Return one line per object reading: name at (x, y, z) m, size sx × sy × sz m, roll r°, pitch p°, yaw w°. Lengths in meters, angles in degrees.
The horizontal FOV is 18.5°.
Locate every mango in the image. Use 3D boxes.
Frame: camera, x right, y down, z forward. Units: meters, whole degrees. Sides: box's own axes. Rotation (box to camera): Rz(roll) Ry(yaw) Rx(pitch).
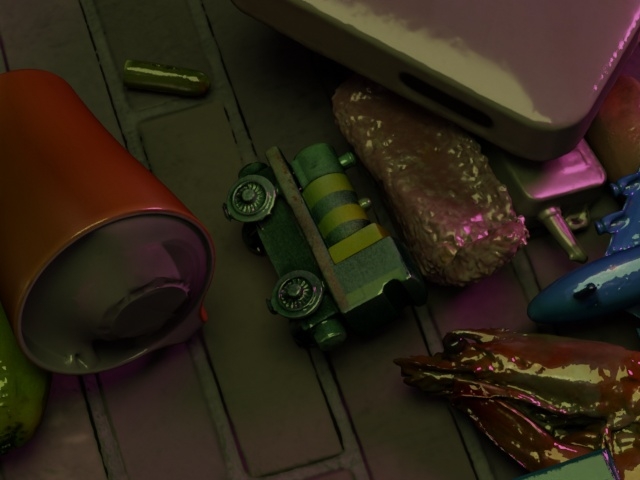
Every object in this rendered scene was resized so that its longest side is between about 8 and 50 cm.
mango at (-0.291, 0.106, 1.688) m, size 0.119 × 0.100 × 0.178 m, roll -9°, pitch 53°, yaw -1°

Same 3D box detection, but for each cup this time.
cup at (-0.205, -0.014, 1.695) m, size 0.182 × 0.226 × 0.264 m, roll -44°, pitch 52°, yaw 9°

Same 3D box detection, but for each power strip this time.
power strip at (0.179, -0.099, 1.800) m, size 0.093 × 0.053 × 0.288 m, roll -15°, pitch 59°, yaw -26°

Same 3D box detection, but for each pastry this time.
pastry at (0.103, -0.047, 1.756) m, size 0.103 × 0.112 × 0.265 m, roll -27°, pitch 51°, yaw -2°

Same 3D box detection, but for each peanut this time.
peanut at (0.282, -0.092, 1.791) m, size 0.076 × 0.076 × 0.152 m, roll -22°, pitch 67°, yaw -10°

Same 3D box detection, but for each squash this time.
squash at (-0.145, -0.154, 1.869) m, size 0.083 × 0.027 × 0.027 m, roll 9°, pitch 61°, yaw 6°

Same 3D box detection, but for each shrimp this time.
shrimp at (0.201, 0.148, 1.665) m, size 0.294 × 0.062 × 0.154 m, roll 15°, pitch 68°, yaw 9°

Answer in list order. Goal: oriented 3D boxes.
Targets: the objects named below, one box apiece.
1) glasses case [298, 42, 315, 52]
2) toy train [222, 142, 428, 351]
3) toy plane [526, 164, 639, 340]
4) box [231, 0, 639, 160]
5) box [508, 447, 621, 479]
glasses case at (0.092, -0.352, 1.930) m, size 0.156 × 0.098 × 0.425 m, roll 28°, pitch 64°, yaw 8°
toy train at (0.000, 0.000, 1.731) m, size 0.132 × 0.083 × 0.200 m, roll -28°, pitch 62°, yaw 4°
toy plane at (0.308, 0.018, 1.698) m, size 0.271 × 0.105 × 0.254 m, roll -19°, pitch 83°, yaw -12°
box at (0.143, -0.290, 1.800) m, size 0.367 × 0.090 × 0.373 m, roll 29°, pitch 64°, yaw 9°
box at (0.155, 0.262, 1.495) m, size 0.153 × 0.245 × 0.092 m, roll -17°, pitch 64°, yaw -6°
